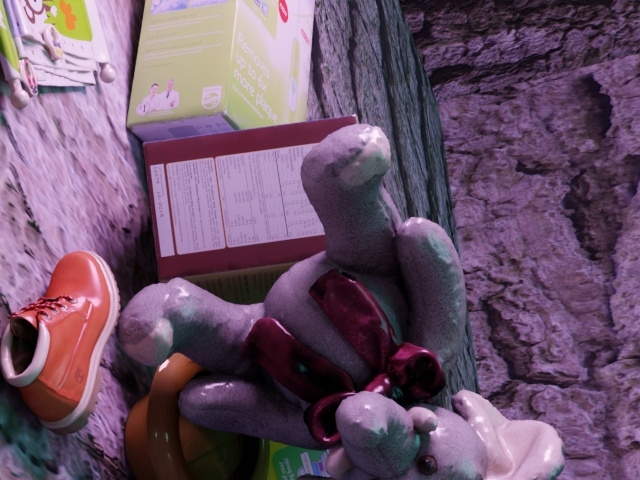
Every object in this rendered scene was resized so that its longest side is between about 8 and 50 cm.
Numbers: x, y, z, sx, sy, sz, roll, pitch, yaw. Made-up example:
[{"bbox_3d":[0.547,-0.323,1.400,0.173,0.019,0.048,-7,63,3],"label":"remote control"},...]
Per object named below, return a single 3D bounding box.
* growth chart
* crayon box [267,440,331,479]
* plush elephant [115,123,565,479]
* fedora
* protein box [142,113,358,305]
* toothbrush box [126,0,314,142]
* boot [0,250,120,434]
[{"bbox_3d":[-0.247,-0.210,0.990,0.237,0.021,0.171,-48,123,-74],"label":"growth chart"},{"bbox_3d":[-0.003,0.247,1.223,0.081,0.165,0.278,12,-61,65],"label":"crayon box"},{"bbox_3d":[0.036,0.131,0.898,0.330,0.272,0.255,53,3,-43],"label":"plush elephant"},{"bbox_3d":[-0.120,0.181,1.011,0.194,0.079,0.194,41,42,-51],"label":"fedora"},{"bbox_3d":[-0.057,-0.016,1.089,0.200,0.201,0.135,97,-15,-75],"label":"protein box"},{"bbox_3d":[-0.103,-0.211,1.253,0.206,0.122,0.283,48,40,-58],"label":"toothbrush box"},{"bbox_3d":[-0.202,0.060,0.853,0.084,0.059,0.157,55,27,-47],"label":"boot"}]
